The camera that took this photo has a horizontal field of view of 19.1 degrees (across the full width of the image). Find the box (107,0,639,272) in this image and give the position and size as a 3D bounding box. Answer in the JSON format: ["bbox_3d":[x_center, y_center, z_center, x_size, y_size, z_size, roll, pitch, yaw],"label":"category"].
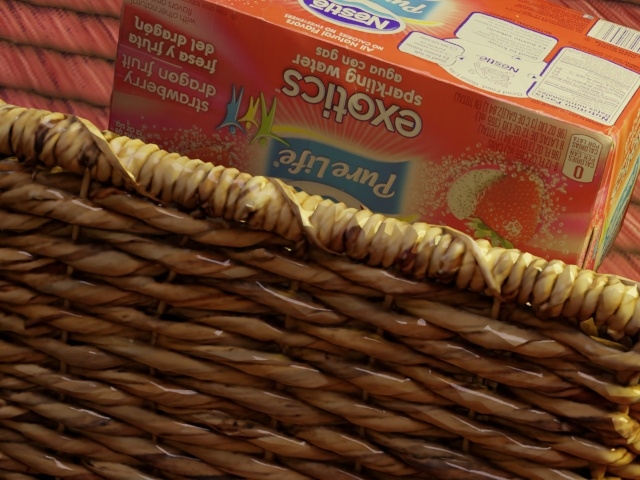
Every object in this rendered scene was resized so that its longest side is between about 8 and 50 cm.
[{"bbox_3d":[0.033,-0.066,0.971,0.257,0.123,0.128,20,32,14],"label":"box"}]

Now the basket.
[{"bbox_3d":[0.010,0.038,0.807,0.299,0.223,0.213,15,28,13],"label":"basket"}]
